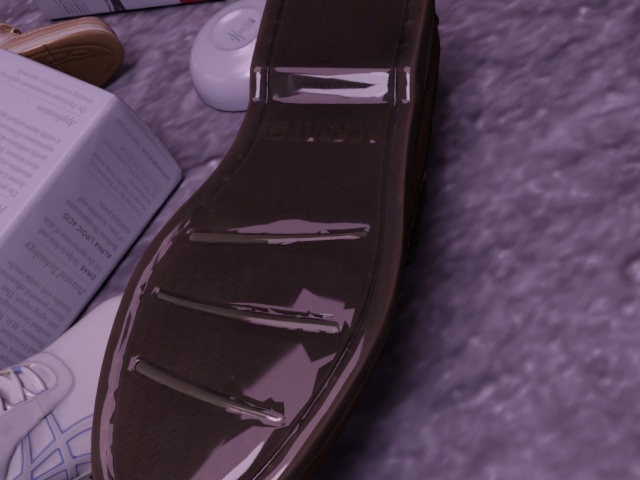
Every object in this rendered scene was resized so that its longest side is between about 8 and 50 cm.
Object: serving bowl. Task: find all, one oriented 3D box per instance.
[{"bbox_3d":[-0.045,-0.120,0.565,0.083,0.027,0.083,-11,55,16],"label":"serving bowl"}]

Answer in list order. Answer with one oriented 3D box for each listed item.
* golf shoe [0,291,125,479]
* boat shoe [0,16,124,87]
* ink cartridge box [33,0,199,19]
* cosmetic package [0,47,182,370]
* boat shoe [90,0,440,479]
[{"bbox_3d":[-0.142,0.087,0.439,0.069,0.086,0.176,25,70,35],"label":"golf shoe"},{"bbox_3d":[-0.210,-0.112,0.608,0.170,0.063,0.059,-21,59,11],"label":"boat shoe"},{"bbox_3d":[-0.130,-0.220,0.642,0.150,0.063,0.109,0,60,23],"label":"ink cartridge box"},{"bbox_3d":[-0.195,0.013,0.510,0.117,0.085,0.231,25,74,34],"label":"cosmetic package"},{"bbox_3d":[0.000,0.000,0.426,0.110,0.104,0.307,12,63,19],"label":"boat shoe"}]
